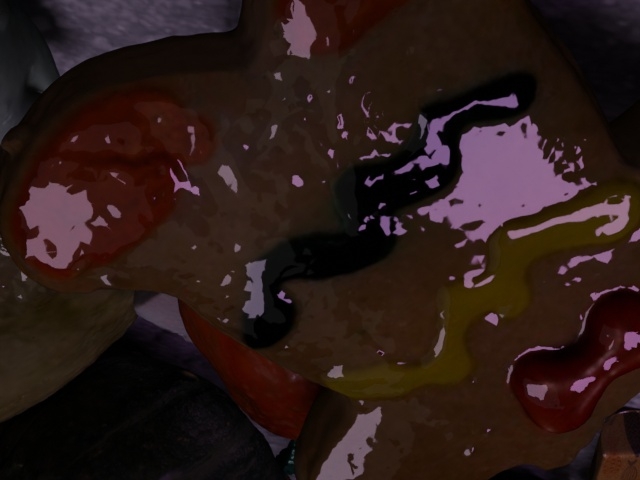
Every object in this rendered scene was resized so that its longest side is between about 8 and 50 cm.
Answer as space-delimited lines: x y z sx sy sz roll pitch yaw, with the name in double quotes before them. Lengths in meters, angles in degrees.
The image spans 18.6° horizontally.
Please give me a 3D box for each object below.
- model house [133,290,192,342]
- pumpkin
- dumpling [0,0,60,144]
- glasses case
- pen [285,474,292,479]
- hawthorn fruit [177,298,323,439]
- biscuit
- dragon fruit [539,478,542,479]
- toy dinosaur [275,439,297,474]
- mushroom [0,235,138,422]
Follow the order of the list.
"model house" -0.064 0.019 1.375 0.100 0.088 0.100 25 147 -23
"pumpkin" -0.183 0.237 1.593 0.327 0.257 0.292 -12 102 56
"dumpling" -0.242 -0.137 1.171 0.105 0.149 0.216 -42 137 12
"glasses case" 0.250 0.189 1.598 0.064 0.041 0.170 -2 151 -1
"pen" -0.087 0.248 1.869 0.032 0.040 0.233 27 154 -22
"hawthorn fruit" 0.000 0.000 1.207 0.205 0.205 0.253 2 135 20
"biscuit" 0.068 -0.020 1.052 0.368 0.076 0.394 -40 124 9
"dragon fruit" 0.071 0.347 1.694 0.262 0.296 0.314 9 151 -1
"toy dinosaur" 0.032 0.169 1.617 0.153 0.094 0.259 18 164 -14
"mushroom" -0.256 0.050 1.412 0.217 0.212 0.292 9 147 25
